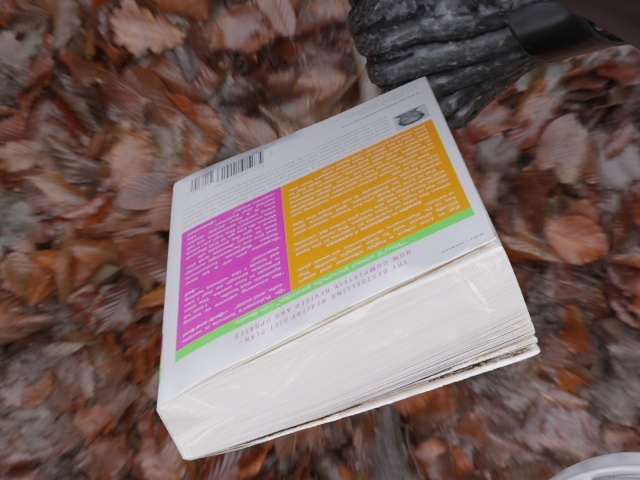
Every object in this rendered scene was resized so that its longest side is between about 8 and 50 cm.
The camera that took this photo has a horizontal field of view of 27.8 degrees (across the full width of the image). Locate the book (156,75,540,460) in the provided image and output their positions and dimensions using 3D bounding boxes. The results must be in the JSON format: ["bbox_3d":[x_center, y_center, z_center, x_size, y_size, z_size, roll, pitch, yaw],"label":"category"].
[{"bbox_3d":[0.000,0.000,0.382,0.096,0.144,0.035,-21,115,6],"label":"book"}]

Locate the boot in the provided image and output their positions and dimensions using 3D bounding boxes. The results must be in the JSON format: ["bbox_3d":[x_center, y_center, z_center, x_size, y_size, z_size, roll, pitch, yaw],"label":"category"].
[{"bbox_3d":[0.200,-0.163,0.695,0.260,0.348,0.131,-23,80,41],"label":"boot"}]

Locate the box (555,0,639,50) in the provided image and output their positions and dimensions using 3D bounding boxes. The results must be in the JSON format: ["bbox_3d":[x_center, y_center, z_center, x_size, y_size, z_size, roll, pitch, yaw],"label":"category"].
[{"bbox_3d":[0.123,-0.217,0.328,0.296,0.182,0.294,23,86,-29],"label":"box"}]

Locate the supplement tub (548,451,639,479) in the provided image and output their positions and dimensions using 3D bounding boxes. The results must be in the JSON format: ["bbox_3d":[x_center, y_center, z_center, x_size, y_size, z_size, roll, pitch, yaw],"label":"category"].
[{"bbox_3d":[0.195,0.295,0.812,0.235,0.325,0.235,5,109,15],"label":"supplement tub"}]
